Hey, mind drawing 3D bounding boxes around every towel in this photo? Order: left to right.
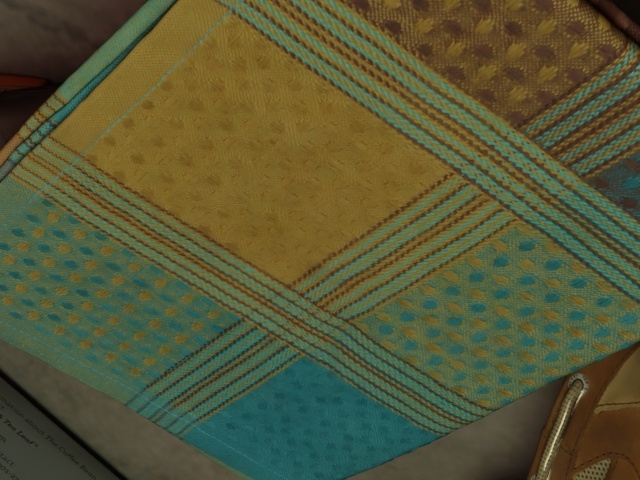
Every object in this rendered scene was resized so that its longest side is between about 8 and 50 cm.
[{"bbox_3d":[0.000,0.000,0.571,0.271,0.040,0.370,34,136,-21],"label":"towel"}]

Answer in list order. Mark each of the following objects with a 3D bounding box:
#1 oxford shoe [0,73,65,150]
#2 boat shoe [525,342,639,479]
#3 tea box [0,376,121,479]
[{"bbox_3d":[-0.117,-0.041,0.656,0.271,0.098,0.097,-4,110,23],"label":"oxford shoe"},{"bbox_3d":[0.136,0.182,0.655,0.120,0.122,0.324,41,122,36],"label":"boat shoe"},{"bbox_3d":[-0.347,0.209,0.780,0.329,0.220,0.323,40,120,2],"label":"tea box"}]
